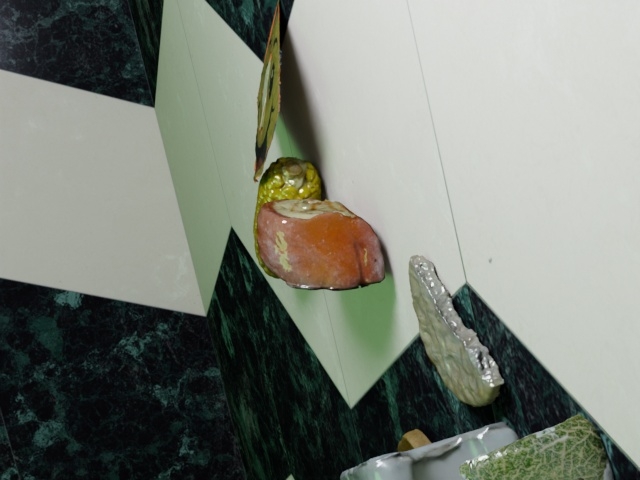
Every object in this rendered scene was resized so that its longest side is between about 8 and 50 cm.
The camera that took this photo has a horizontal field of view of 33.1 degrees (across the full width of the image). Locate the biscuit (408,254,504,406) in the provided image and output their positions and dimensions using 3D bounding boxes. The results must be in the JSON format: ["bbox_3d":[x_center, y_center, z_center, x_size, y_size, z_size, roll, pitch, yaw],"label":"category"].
[{"bbox_3d":[0.180,0.144,1.508,0.133,0.032,0.250,93,155,-45],"label":"biscuit"}]

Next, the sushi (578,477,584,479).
[{"bbox_3d":[0.288,0.377,1.062,0.219,0.225,0.238,-4,122,57],"label":"sushi"}]

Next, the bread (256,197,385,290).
[{"bbox_3d":[-0.013,0.000,1.757,0.244,0.190,0.123,-150,60,-71],"label":"bread"}]

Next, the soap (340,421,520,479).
[{"bbox_3d":[0.190,0.479,1.420,0.350,0.213,0.435,116,139,-76],"label":"soap"}]

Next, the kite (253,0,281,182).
[{"bbox_3d":[-0.092,-0.260,1.888,0.377,0.013,0.327,-145,63,-80],"label":"kite"}]

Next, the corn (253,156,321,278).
[{"bbox_3d":[-0.065,-0.034,2.002,0.363,0.120,0.120,100,150,-59],"label":"corn"}]

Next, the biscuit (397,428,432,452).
[{"bbox_3d":[0.180,0.455,1.763,0.183,0.047,0.320,-168,64,-74],"label":"biscuit"}]

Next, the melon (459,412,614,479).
[{"bbox_3d":[0.266,0.258,1.225,0.093,0.202,0.139,-95,27,-81],"label":"melon"}]
